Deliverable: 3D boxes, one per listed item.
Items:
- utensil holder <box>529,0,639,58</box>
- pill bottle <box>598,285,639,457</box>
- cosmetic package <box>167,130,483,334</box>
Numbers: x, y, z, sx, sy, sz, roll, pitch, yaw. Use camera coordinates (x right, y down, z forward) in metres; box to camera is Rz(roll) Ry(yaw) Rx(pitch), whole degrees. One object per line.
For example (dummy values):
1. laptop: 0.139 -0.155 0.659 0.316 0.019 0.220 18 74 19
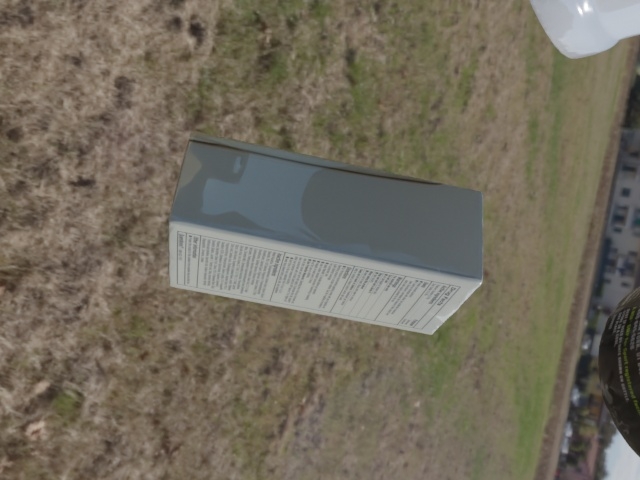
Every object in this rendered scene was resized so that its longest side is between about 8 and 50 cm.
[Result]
1. utensil holder: 0.344 -0.339 0.495 0.327 0.385 0.328 17 70 -54
2. pill bottle: 0.249 0.048 0.319 0.246 0.130 0.130 120 -8 -69
3. cosmetic package: 0.000 0.000 0.748 0.160 0.309 0.113 114 -15 -60
